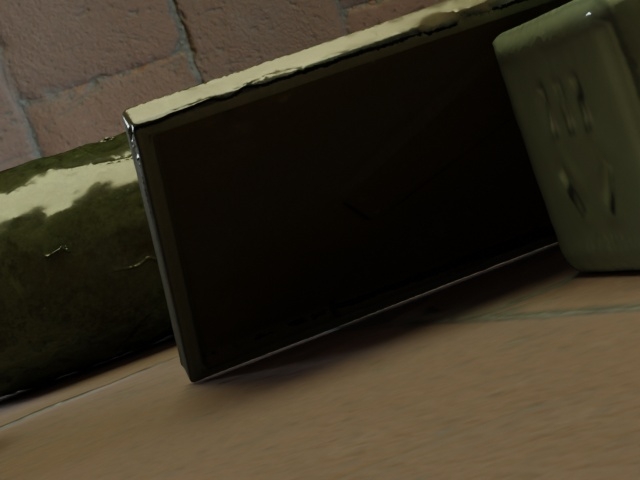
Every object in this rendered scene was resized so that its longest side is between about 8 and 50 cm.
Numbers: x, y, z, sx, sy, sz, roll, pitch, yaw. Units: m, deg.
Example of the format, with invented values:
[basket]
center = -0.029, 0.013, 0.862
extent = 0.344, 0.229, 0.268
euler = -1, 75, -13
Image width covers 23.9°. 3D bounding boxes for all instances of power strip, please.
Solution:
[power strip]
center = 0.228, -0.084, 0.783
extent = 0.224, 0.140, 0.139
euler = -21, 2, -16

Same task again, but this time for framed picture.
[framed picture]
center = 0.051, -0.042, 0.886
extent = 0.315, 0.024, 0.232
euler = -19, -39, -12

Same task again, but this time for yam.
[yam]
center = -0.206, 0.015, 1.272
extent = 0.300, 0.195, 0.195
euler = -19, 3, -6
